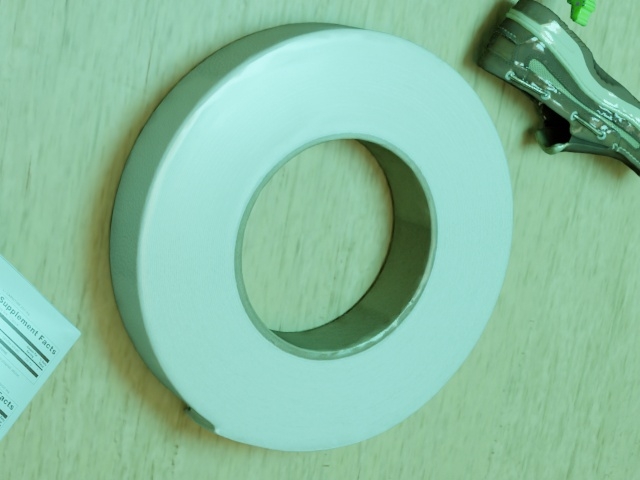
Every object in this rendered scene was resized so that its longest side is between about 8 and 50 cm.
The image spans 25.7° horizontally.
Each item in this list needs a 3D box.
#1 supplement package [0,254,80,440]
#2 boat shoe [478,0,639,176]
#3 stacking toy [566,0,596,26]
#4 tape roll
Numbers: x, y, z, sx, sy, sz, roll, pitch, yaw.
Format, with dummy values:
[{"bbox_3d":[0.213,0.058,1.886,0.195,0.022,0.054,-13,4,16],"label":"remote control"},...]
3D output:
[{"bbox_3d":[-0.324,0.093,1.009,0.149,0.194,0.203,50,60,-29],"label":"supplement package"},{"bbox_3d":[0.250,-0.122,1.373,0.257,0.095,0.095,41,92,-23],"label":"boat shoe"},{"bbox_3d":[0.214,-0.325,1.270,0.167,0.052,0.221,15,81,-43],"label":"stacking toy"},{"bbox_3d":[0.000,0.000,1.268,0.392,0.072,0.392,-8,106,-28],"label":"tape roll"}]
